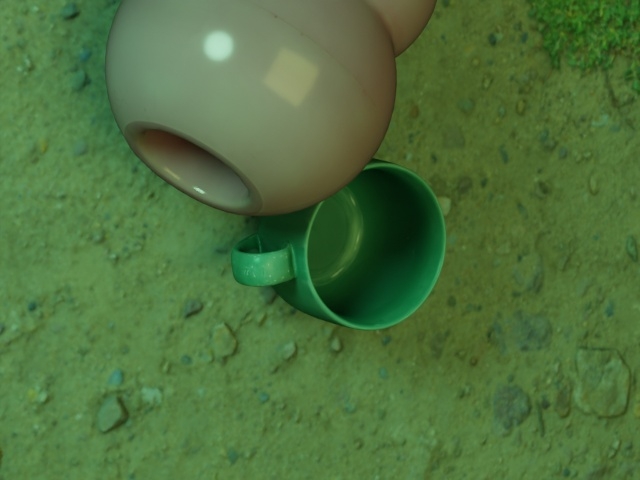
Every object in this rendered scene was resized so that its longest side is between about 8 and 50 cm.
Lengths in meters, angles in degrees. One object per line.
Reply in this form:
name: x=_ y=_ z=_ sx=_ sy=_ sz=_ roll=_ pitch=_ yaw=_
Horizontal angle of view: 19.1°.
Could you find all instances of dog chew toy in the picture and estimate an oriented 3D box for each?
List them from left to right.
dog chew toy: x=-0.009 y=-0.183 z=1.351 sx=0.206 sy=0.206 sz=0.332 roll=42 pitch=67 yaw=-32

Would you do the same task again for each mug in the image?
mug: x=0.006 y=-0.007 z=1.447 sx=0.157 sy=0.097 sz=0.129 roll=26 pitch=84 yaw=-34
